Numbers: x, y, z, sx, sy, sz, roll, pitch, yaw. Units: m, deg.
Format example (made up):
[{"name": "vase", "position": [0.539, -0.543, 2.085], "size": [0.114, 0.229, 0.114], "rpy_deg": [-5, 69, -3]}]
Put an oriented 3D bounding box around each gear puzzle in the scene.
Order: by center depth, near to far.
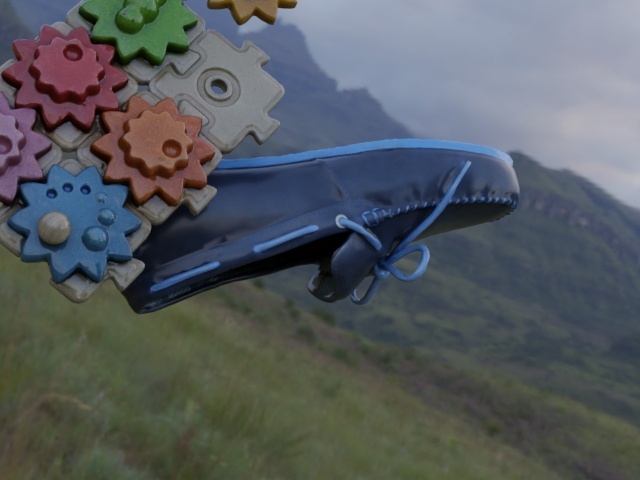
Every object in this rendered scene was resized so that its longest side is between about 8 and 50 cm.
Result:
[{"name": "gear puzzle", "position": [-0.116, -0.119, 0.748], "size": [0.175, 0.339, 0.044], "rpy_deg": [40, -30, 1]}]

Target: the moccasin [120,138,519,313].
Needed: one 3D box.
[{"name": "moccasin", "position": [0.000, 0.000, 0.839], "size": [0.342, 0.117, 0.138], "rpy_deg": [-8, -20, -11]}]
